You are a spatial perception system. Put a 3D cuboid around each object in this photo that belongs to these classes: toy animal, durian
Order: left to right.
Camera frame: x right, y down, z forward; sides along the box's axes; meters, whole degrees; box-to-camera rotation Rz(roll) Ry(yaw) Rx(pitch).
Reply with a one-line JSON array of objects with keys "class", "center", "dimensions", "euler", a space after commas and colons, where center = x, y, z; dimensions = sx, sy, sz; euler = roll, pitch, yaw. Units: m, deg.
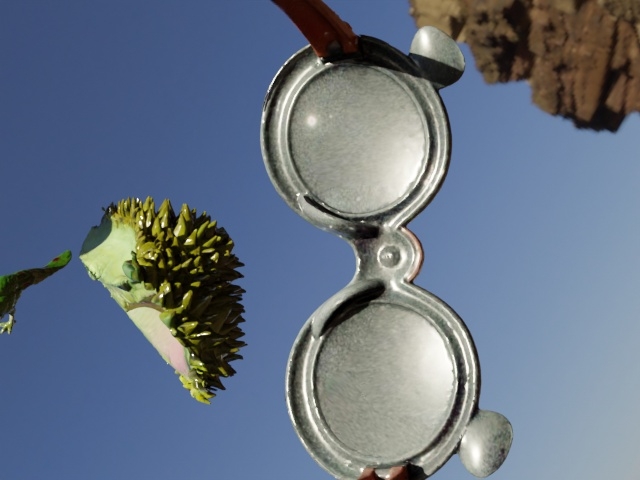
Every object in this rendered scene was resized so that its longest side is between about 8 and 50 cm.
[{"class": "toy animal", "center": [-0.379, 0.070, 1.150], "dimensions": [0.217, 0.041, 0.075], "euler": [-38, -31, -68]}, {"class": "durian", "center": [-0.095, 0.031, 0.638], "dimensions": [0.095, 0.221, 0.137], "euler": [-39, -72, -8]}]

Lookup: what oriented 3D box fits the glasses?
[{"class": "glasses", "center": [0.000, 0.000, 0.363], "dimensions": [0.268, 0.118, 0.234], "euler": [15, -111, -74]}]
